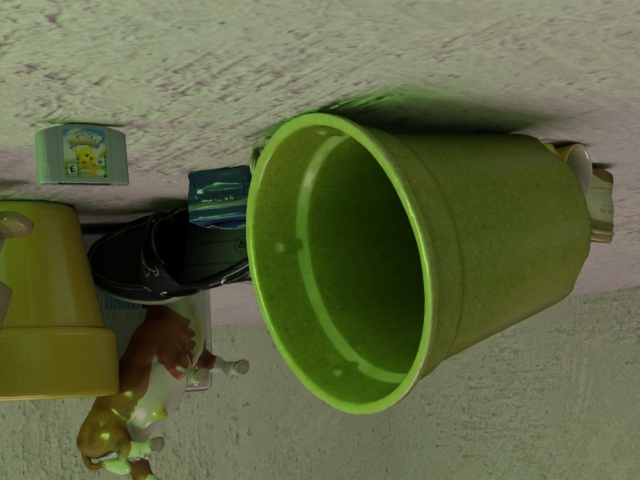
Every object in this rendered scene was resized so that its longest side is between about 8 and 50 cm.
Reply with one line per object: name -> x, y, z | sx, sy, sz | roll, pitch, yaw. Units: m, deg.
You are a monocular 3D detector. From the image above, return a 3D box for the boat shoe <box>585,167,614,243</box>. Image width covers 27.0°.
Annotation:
boat shoe -> 0.208, -0.031, 1.599 | 0.285, 0.089, 0.104 | -6, 173, 24

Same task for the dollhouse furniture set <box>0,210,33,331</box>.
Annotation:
dollhouse furniture set -> -0.386, 0.024, 1.357 | 0.161, 0.212, 0.242 | -7, 147, 29

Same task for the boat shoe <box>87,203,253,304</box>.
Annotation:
boat shoe -> -0.163, 0.008, 1.653 | 0.340, 0.127, 0.113 | 1, 162, 25

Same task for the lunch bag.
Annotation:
lunch bag -> -0.096, -0.043, 1.477 | 0.098, 0.065, 0.067 | -5, 173, 22

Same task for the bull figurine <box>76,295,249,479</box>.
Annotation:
bull figurine -> -0.207, 0.176, 1.735 | 0.101, 0.310, 0.188 | 25, -177, -44

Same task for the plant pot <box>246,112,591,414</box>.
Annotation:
plant pot -> 0.109, 0.001, 1.272 | 0.253, 0.276, 0.276 | -12, 179, -34

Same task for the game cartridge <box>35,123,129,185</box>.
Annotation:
game cartridge -> -0.213, -0.077, 1.193 | 0.083, 0.056, 0.017 | -1, 166, -29

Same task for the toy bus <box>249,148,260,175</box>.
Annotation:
toy bus -> 0.002, 0.006, 1.410 | 0.104, 0.191, 0.202 | -6, 172, 9

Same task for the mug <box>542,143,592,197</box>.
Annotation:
mug -> 0.246, -0.079, 1.422 | 0.064, 0.078, 0.062 | 3, -149, 39

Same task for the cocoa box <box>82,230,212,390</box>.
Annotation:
cocoa box -> -0.279, 0.113, 1.978 | 0.227, 0.232, 0.347 | -2, 174, -6

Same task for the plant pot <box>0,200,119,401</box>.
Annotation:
plant pot -> -0.379, 0.080, 1.651 | 0.254, 0.239, 0.254 | -2, 172, 0
